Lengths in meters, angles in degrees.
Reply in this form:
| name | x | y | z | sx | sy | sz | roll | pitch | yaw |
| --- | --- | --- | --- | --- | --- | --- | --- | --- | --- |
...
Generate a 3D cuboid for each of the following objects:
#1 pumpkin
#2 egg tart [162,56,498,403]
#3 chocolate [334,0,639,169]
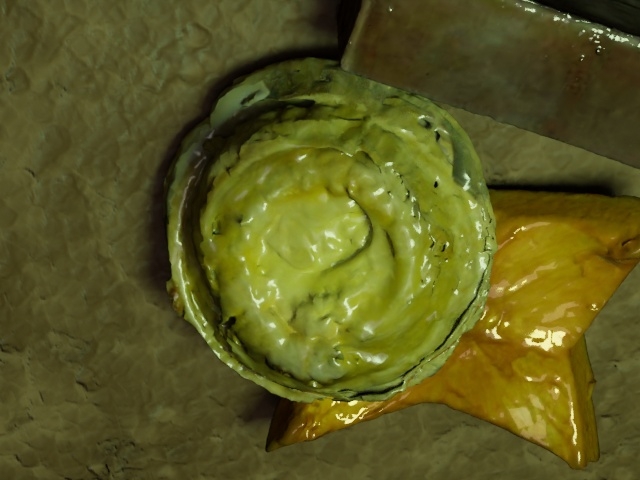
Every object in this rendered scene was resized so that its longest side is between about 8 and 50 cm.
| name | x | y | z | sx | sy | sz | roll | pitch | yaw |
| --- | --- | --- | --- | --- | --- | --- | --- | --- | --- |
| pumpkin | 0.113 | 0.066 | 1.234 | 0.290 | 0.095 | 0.258 | 7 | 113 | -1 |
| egg tart | 0.000 | 0.000 | 1.150 | 0.279 | 0.095 | 0.279 | 3 | 102 | 13 |
| chocolate | 0.170 | -0.142 | 1.131 | 0.321 | 0.112 | 0.112 | 15 | 122 | -13 |
